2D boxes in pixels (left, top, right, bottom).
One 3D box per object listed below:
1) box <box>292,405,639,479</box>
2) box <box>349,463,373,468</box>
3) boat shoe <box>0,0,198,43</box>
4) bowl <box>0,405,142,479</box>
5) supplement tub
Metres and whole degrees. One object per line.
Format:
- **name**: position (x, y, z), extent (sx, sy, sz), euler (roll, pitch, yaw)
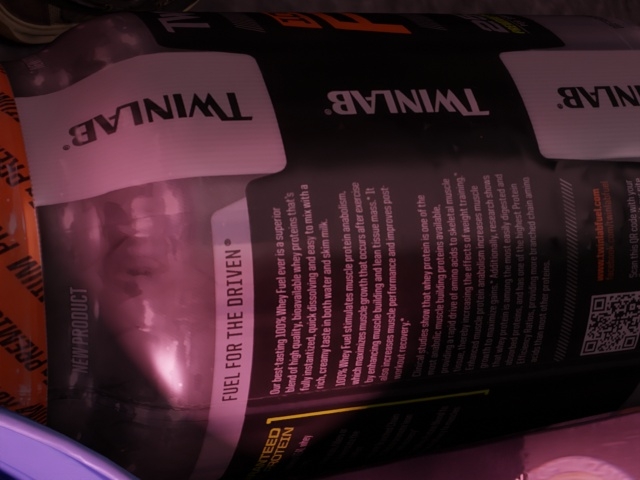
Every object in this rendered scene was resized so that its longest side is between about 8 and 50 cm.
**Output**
- **box**: position (0.139, 0.139, 0.563), extent (0.395, 0.318, 0.097), euler (5, 73, -43)
- **box**: position (0.049, -0.002, 0.719), extent (0.233, 0.044, 0.159), euler (-44, 106, -44)
- **boat shoe**: position (-0.099, -0.134, 0.616), extent (0.152, 0.049, 0.056), euler (-32, 95, -47)
- **bowl**: position (-0.173, 0.226, 0.336), extent (0.391, 0.077, 0.391), euler (0, 90, -38)
- **supplement tub**: position (0.000, 0.000, 0.519), extent (0.316, 0.193, 0.193), euler (-4, 78, -24)
